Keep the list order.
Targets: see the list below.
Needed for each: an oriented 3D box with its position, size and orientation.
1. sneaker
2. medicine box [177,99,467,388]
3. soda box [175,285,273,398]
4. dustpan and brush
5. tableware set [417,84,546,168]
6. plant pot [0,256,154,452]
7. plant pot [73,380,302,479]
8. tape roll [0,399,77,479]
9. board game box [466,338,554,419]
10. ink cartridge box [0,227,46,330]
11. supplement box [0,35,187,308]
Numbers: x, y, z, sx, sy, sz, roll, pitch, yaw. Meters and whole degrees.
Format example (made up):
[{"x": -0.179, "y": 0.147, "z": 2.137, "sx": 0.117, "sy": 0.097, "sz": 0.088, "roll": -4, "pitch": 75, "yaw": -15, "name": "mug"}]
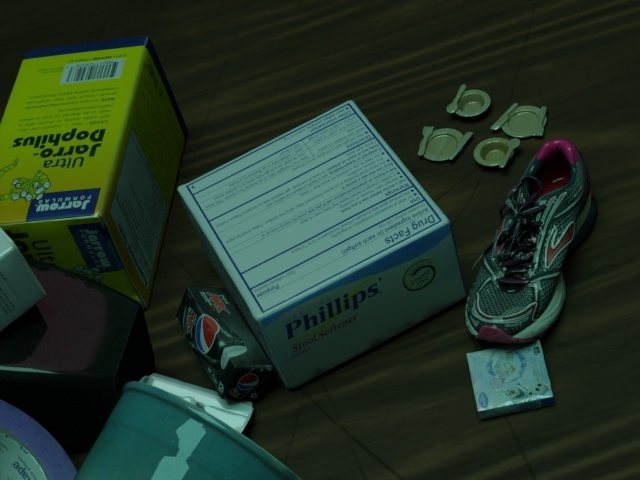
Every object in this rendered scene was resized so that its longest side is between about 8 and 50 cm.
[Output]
[{"x": 0.253, "y": 0.002, "z": 1.829, "sx": 0.121, "sy": 0.112, "sz": 0.299, "roll": 8, "pitch": 51, "yaw": 25, "name": "sneaker"}, {"x": 0.000, "y": 0.000, "z": 1.889, "sx": 0.264, "sy": 0.149, "sz": 0.289, "roll": -27, "pitch": 46, "yaw": -7, "name": "medicine box"}, {"x": -0.123, "y": 0.127, "z": 1.858, "sx": 0.060, "sy": 0.053, "sz": 0.169, "roll": 5, "pitch": 32, "yaw": -33, "name": "soda box"}, {"x": -0.180, "y": 0.255, "z": 1.757, "sx": 0.147, "sy": 0.060, "sz": 0.211, "roll": 15, "pitch": 62, "yaw": 10, "name": "dustpan and brush"}, {"x": 0.225, "y": -0.153, "z": 2.051, "sx": 0.169, "sy": 0.020, "sz": 0.141, "roll": 15, "pitch": 54, "yaw": 30, "name": "tableware set"}, {"x": -0.307, "y": 0.152, "z": 1.834, "sx": 0.167, "sy": 0.188, "sz": 0.187, "roll": 4, "pitch": 49, "yaw": 10, "name": "plant pot"}, {"x": -0.168, "y": 0.330, "z": 1.565, "sx": 0.272, "sy": 0.271, "sz": 0.255, "roll": 22, "pitch": 67, "yaw": 34, "name": "plant pot"}, {"x": -0.403, "y": 0.298, "z": 1.660, "sx": 0.090, "sy": 0.275, "sz": 0.274, "roll": -49, "pitch": 34, "yaw": 31, "name": "tape roll"}, {"x": 0.224, "y": 0.164, "z": 1.749, "sx": 0.090, "sy": 0.020, "sz": 0.090, "roll": -11, "pitch": 45, "yaw": 5, "name": "board game box"}, {"x": -0.471, "y": 0.068, "z": 1.754, "sx": 0.237, "sy": 0.100, "sz": 0.172, "roll": -38, "pitch": 46, "yaw": -13, "name": "ink cartridge box"}, {"x": -0.329, "y": -0.090, "z": 2.052, "sx": 0.195, "sy": 0.194, "sz": 0.356, "roll": -5, "pitch": 46, "yaw": 13, "name": "supplement box"}]
